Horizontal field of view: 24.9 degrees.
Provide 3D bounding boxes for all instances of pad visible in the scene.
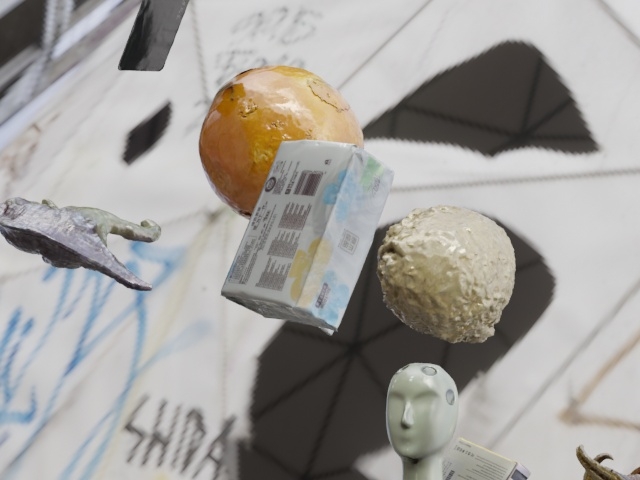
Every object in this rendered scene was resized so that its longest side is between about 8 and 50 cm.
[{"bbox_3d":[-0.239,-0.320,2.126,0.003,0.112,0.157,32,-70,24],"label":"pad"}]

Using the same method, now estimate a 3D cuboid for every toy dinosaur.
[{"bbox_3d":[-0.322,-0.010,1.725,0.294,0.162,0.077,12,-82,8],"label":"toy dinosaur"}]

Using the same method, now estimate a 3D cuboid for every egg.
[{"bbox_3d":[0.108,0.028,1.223,0.116,0.140,0.118,5,-85,38],"label":"egg"}]

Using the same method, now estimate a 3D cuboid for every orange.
[{"bbox_3d":[-0.059,-0.143,2.149,0.246,0.246,0.246,28,-36,23],"label":"orange"}]

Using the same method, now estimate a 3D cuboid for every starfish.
[{"bbox_3d":[0.422,0.309,1.933,0.190,0.074,0.146,22,-37,-39],"label":"starfish"}]

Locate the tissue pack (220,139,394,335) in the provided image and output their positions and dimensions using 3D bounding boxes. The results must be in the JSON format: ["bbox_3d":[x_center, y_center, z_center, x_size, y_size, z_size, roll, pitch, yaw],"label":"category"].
[{"bbox_3d":[0.000,0.000,1.907,0.159,0.229,0.145,6,-20,48],"label":"tissue pack"}]

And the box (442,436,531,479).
[{"bbox_3d":[0.154,0.371,1.817,0.033,0.247,0.129,40,-12,-31],"label":"box"}]

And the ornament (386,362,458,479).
[{"bbox_3d":[0.098,0.197,1.416,0.074,0.156,0.081,-4,-14,30],"label":"ornament"}]
